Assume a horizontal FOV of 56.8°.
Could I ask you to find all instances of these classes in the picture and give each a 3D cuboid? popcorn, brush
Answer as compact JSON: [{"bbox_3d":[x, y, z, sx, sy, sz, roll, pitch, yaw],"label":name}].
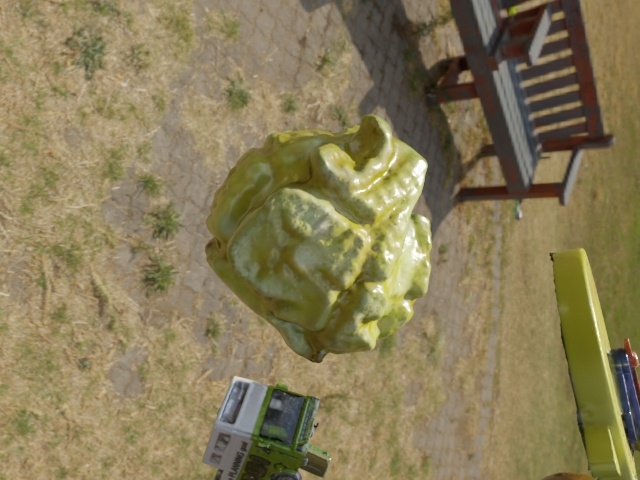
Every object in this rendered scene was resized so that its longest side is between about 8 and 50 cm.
[{"bbox_3d":[0.001,-0.001,0.490,0.167,0.186,0.187,-45,127,-17],"label":"popcorn"},{"bbox_3d":[-0.107,0.449,1.330,0.048,0.283,0.054,-8,117,-75],"label":"brush"}]

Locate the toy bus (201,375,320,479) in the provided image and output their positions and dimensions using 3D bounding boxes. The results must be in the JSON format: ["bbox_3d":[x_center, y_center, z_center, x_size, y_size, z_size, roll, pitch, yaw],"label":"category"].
[{"bbox_3d":[-0.101,0.332,0.864,0.113,0.139,0.301,-71,-179,-52],"label":"toy bus"}]

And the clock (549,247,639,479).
[{"bbox_3d":[0.335,0.148,0.694,0.277,0.071,0.293,41,42,-52],"label":"clock"}]

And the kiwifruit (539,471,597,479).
[{"bbox_3d":[0.459,0.530,1.033,0.196,0.196,0.233,-31,97,-48],"label":"kiwifruit"}]
